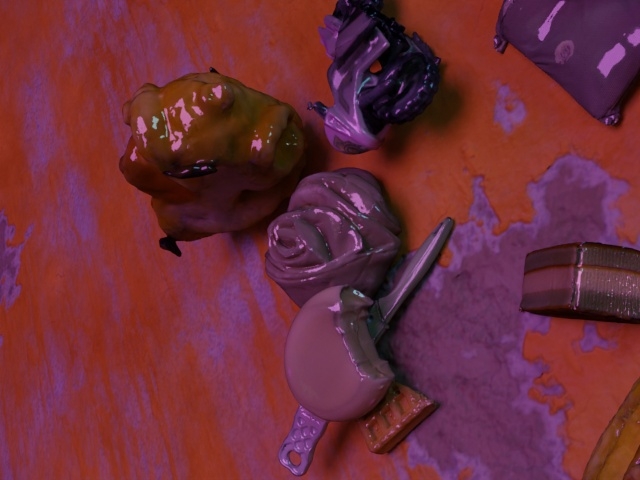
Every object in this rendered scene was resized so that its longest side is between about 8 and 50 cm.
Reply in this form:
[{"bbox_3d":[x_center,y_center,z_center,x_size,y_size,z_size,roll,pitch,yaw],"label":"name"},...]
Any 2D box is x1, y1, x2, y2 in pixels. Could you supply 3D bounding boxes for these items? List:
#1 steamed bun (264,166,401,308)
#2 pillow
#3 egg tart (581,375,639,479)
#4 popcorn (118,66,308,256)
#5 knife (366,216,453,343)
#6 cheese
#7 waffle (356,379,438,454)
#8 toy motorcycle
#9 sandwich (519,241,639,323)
[{"bbox_3d":[-0.001,-0.001,1.260,0.218,0.144,0.211,-57,42,17],"label":"steamed bun"},{"bbox_3d":[0.306,-0.264,1.071,0.169,0.059,0.255,-54,43,17],"label":"pillow"},{"bbox_3d":[0.299,0.217,0.753,0.132,0.345,0.345,31,103,17],"label":"egg tart"},{"bbox_3d":[-0.178,-0.149,1.400,0.316,0.297,0.281,-23,52,43],"label":"popcorn"},{"bbox_3d":[0.090,0.088,1.202,0.293,0.020,0.043,-57,44,8],"label":"knife"},{"bbox_3d":[-0.006,0.185,1.186,0.249,0.071,0.163,-49,65,25],"label":"cheese"},{"bbox_3d":[0.076,0.179,1.198,0.125,0.032,0.191,-49,44,25],"label":"waffle"},{"bbox_3d":[0.058,-0.247,1.284,0.188,0.143,0.327,-50,38,25],"label":"toy motorcycle"},{"bbox_3d":[0.304,0.053,0.995,0.163,0.113,0.079,139,142,-80],"label":"sandwich"}]
